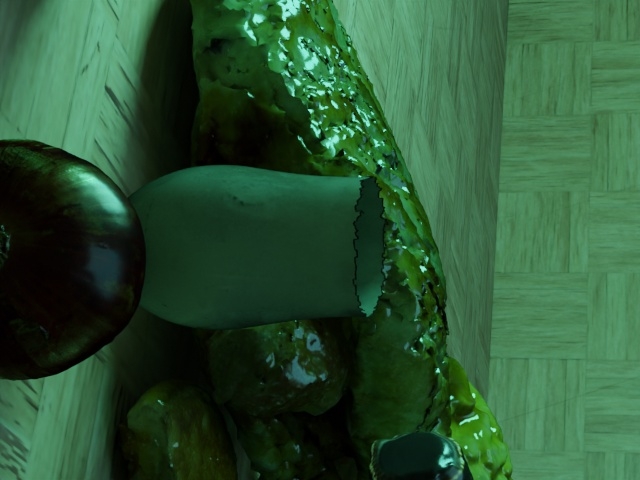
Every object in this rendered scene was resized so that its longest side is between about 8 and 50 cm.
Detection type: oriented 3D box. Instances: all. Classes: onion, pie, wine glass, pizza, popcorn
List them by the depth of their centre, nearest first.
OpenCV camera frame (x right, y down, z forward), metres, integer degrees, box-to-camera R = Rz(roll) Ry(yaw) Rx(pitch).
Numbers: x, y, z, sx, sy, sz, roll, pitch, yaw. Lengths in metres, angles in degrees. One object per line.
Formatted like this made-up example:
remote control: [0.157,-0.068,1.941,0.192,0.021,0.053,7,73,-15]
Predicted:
onion: [-0.139,0.009,0.668,0.118,0.118,0.117,0,94,-76]
wine glass: [-0.067,0.003,0.754,0.093,0.202,0.093,-1,90,-77]
pizza: [-0.101,0.161,0.937,0.175,0.046,0.134,67,24,-57]
pie: [0.000,-0.015,1.072,0.395,0.180,0.418,70,13,-61]
popcorn: [0.079,0.200,1.375,0.237,0.206,0.251,-4,81,-62]

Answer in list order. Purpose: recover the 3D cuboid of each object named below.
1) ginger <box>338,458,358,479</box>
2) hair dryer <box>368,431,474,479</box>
ginger: [0.039,0.269,1.212,0.102,0.157,0.216,-67,144,-59]
hair dryer: [0.069,0.252,0.811,0.203,0.128,0.362,-49,138,-50]
